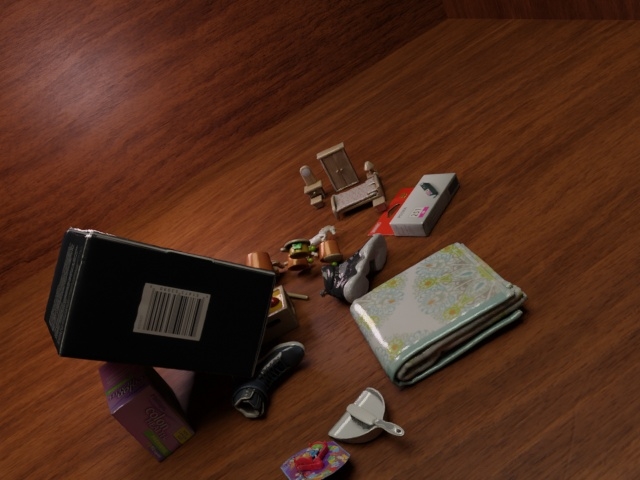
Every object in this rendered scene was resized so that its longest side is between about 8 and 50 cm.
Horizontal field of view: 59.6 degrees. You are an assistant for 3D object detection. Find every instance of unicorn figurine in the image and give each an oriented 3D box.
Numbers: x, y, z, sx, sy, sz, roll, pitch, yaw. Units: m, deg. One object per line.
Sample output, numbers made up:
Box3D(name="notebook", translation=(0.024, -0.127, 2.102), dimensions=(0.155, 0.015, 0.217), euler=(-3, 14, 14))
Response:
Box3D(name="unicorn figurine", translation=(0.000, 0.000, 1.953), dimensions=(0.162, 0.060, 0.111), euler=(-24, 30, 9))

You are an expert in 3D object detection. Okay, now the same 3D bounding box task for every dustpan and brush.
Box3D(name="dustpan and brush", translation=(0.114, 0.398, 1.230), dimensions=(0.147, 0.060, 0.211), euler=(-44, 32, -25))

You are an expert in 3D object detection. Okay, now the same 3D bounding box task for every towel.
Box3D(name="towel", translation=(0.285, 0.171, 1.415), dimensions=(0.375, 0.090, 0.320), euler=(-30, 26, -1))

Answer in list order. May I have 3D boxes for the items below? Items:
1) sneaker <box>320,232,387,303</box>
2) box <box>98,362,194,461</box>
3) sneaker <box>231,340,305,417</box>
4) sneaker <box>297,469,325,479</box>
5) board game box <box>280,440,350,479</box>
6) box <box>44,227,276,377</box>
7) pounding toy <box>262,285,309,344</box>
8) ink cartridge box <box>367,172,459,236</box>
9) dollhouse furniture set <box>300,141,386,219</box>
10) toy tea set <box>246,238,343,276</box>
Box3D(name="sneaker", translation=(0.094, 0.076, 1.707), dimensions=(0.153, 0.101, 0.268), euler=(0, 43, 37))
Box3D(name="box", translation=(-0.480, 0.440, 1.532), dimensions=(0.117, 0.213, 0.243), euler=(-38, 31, -14))
Box3D(name="sneaker", translation=(-0.134, 0.367, 1.461), dimensions=(0.226, 0.086, 0.163), euler=(-31, 22, 9))
Box3D(name="sneaker", translation=(-0.058, 0.551, 1.156), dimensions=(0.209, 0.082, 0.069), euler=(-29, -11, -32))
Box3D(name="board game box", translation=(-0.017, 0.463, 1.202), dimensions=(0.133, 0.033, 0.169), euler=(-21, 5, -19))
Box3D(name="box", translation=(-0.453, 0.156, 1.525), dimensions=(0.472, 0.480, 0.297), euler=(8, 84, 61))
Box3D(name="pounding toy", translation=(-0.133, 0.191, 1.738), dimensions=(0.181, 0.094, 0.206), euler=(-28, 30, 3))
Box3D(name="ink cartridge box", translation=(0.305, -0.121, 1.879), dimensions=(0.239, 0.060, 0.275), euler=(2, 42, 41))
Box3D(name="dollhouse furniture set", translation=(0.063, -0.207, 2.097), dimensions=(0.304, 0.173, 0.355), euler=(-23, 28, 12))
Box3D(name="toy tea set", translation=(-0.092, 0.089, 1.830), dimensions=(0.336, 0.200, 0.124), euler=(-18, 69, 21))
